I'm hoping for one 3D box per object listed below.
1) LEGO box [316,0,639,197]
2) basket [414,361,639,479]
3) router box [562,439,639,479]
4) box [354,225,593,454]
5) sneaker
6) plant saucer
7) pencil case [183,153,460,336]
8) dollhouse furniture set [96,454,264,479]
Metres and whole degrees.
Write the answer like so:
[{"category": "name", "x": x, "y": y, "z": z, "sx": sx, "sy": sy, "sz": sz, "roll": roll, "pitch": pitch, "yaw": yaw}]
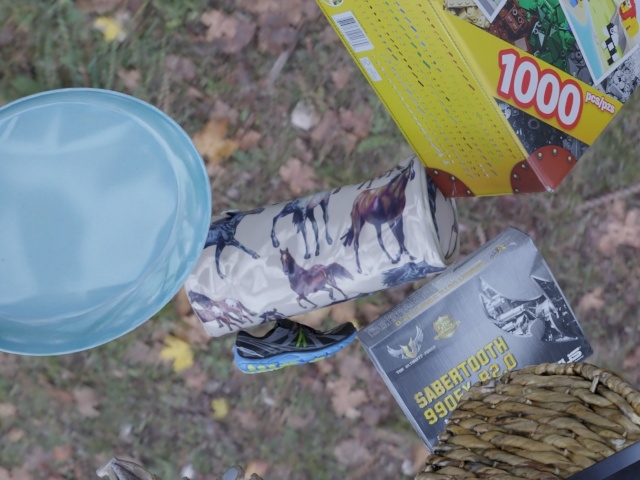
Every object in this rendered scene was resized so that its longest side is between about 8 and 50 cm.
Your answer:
[{"category": "LEGO box", "x": 0.192, "y": -0.357, "z": 1.568, "sx": 0.193, "sy": 0.372, "sz": 0.500, "roll": -1, "pitch": 131, "yaw": 54}, {"category": "basket", "x": 0.239, "y": 0.237, "z": 1.054, "sx": 0.223, "sy": 0.213, "sz": 0.299, "roll": 34, "pitch": 167, "yaw": -18}, {"category": "router box", "x": 0.218, "y": 0.193, "z": 0.569, "sx": 0.243, "sy": 0.309, "sz": 0.081, "roll": 54, "pitch": 156, "yaw": 34}, {"category": "box", "x": 0.183, "y": 0.121, "z": 1.515, "sx": 0.231, "sy": 0.056, "sz": 0.183, "roll": -34, "pitch": 113, "yaw": -6}, {"category": "sneaker", "x": -0.035, "y": 0.141, "z": 1.873, "sx": 0.188, "sy": 0.078, "sz": 0.067, "roll": -9, "pitch": 169, "yaw": -16}, {"category": "plant saucer", "x": -0.270, "y": -0.022, "z": 1.357, "sx": 0.318, "sy": 0.043, "sz": 0.317, "roll": -13, "pitch": 124, "yaw": -19}, {"category": "pencil case", "x": 0.000, "y": 0.000, "z": 1.767, "sx": 0.410, "sy": 0.160, "sz": 0.183, "roll": -16, "pitch": 80, "yaw": 24}, {"category": "dollhouse furniture set", "x": -0.234, "y": 0.397, "z": 2.127, "sx": 0.174, "sy": 0.303, "sz": 0.355, "roll": -43, "pitch": 125, "yaw": -1}]
